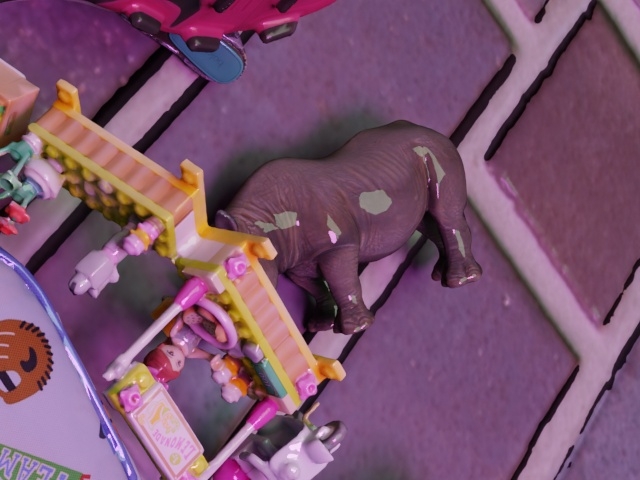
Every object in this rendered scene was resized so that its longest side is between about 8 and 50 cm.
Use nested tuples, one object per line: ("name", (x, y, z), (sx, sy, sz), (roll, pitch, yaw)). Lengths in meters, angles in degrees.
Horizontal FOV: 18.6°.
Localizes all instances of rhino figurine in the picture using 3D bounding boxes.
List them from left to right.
("rhino figurine", (0.000, 0.000, 1.130), (0.243, 0.073, 0.106), (-21, 97, -39))

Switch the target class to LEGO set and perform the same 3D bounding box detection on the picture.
("LEGO set", (-0.102, 0.027, 0.965), (0.287, 0.132, 0.107), (49, 63, -11))

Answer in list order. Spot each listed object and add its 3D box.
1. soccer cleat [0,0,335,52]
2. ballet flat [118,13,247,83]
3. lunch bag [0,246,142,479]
("soccer cleat", (-0.125, -0.181, 1.006), (0.331, 0.116, 0.143), (-3, 62, -35))
("ballet flat", (-0.087, -0.134, 1.116), (0.114, 0.041, 0.041), (41, 52, -29))
("lunch bag", (-0.183, 0.168, 0.864), (0.243, 0.115, 0.303), (-30, 98, -44))
